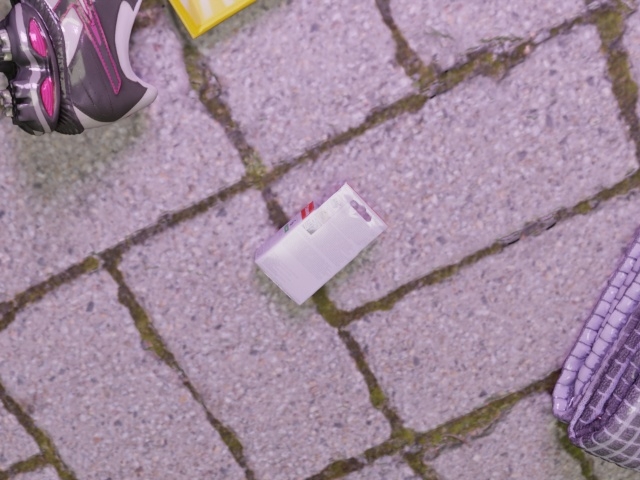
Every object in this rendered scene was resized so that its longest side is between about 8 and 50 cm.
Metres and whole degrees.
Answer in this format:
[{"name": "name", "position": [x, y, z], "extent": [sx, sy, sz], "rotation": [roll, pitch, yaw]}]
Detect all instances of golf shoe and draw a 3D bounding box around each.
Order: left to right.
[{"name": "golf shoe", "position": [-0.207, -0.221, 0.604], "extent": [0.120, 0.105, 0.273], "rotation": [-14, 111, -27]}]

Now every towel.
[{"name": "towel", "position": [0.393, 0.108, 0.745], "extent": [0.234, 0.121, 0.284], "rotation": [20, 108, -12]}]

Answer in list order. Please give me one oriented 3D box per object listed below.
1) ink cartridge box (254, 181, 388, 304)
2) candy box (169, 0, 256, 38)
[{"name": "ink cartridge box", "position": [0.000, 0.000, 0.725], "extent": [0.115, 0.029, 0.063], "rotation": [-41, 108, 10]}, {"name": "candy box", "position": [-0.112, -0.276, 0.612], "extent": [0.105, 0.027, 0.206], "rotation": [-29, 110, 9]}]
